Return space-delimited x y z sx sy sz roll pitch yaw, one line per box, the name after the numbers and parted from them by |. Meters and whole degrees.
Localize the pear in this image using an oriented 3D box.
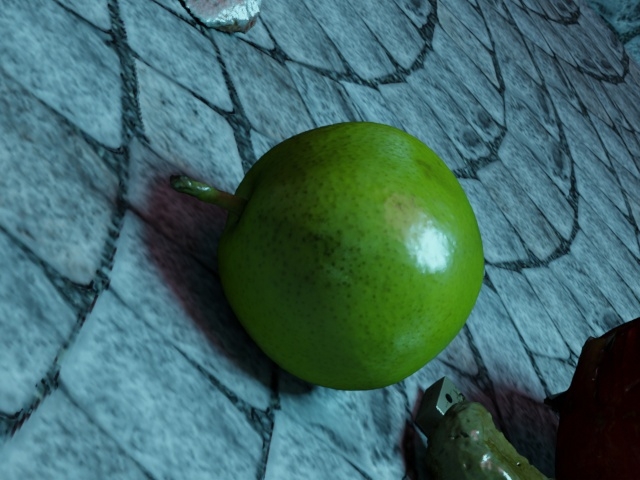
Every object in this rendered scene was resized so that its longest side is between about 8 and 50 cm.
0.000 0.000 0.913 0.216 0.166 0.180 23 44 -12 | pear

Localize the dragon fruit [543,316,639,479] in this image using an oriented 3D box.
0.327 0.180 1.076 0.296 0.296 0.301 2 57 -62 | dragon fruit

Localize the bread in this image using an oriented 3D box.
0.117 0.171 0.987 0.113 0.060 0.082 49 22 -5 | bread

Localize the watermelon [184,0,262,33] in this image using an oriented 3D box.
-0.077 -0.233 1.226 0.180 0.081 0.094 -52 129 -61 | watermelon

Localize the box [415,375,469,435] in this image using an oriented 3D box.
0.108 0.147 1.052 0.083 0.024 0.053 50 23 -10 | box
